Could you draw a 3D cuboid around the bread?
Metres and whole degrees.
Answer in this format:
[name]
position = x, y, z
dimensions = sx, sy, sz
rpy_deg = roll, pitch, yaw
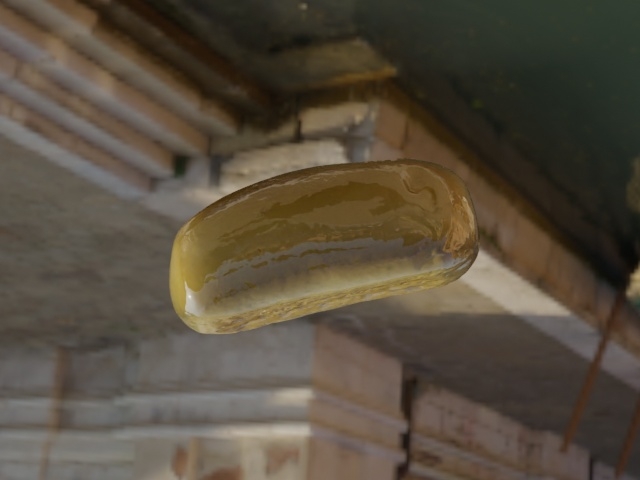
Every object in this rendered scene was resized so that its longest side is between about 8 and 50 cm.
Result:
[bread]
position = 0.000, 0.000, 0.915
dimensions = 0.217, 0.098, 0.147
rpy_deg = -11, 165, -1
